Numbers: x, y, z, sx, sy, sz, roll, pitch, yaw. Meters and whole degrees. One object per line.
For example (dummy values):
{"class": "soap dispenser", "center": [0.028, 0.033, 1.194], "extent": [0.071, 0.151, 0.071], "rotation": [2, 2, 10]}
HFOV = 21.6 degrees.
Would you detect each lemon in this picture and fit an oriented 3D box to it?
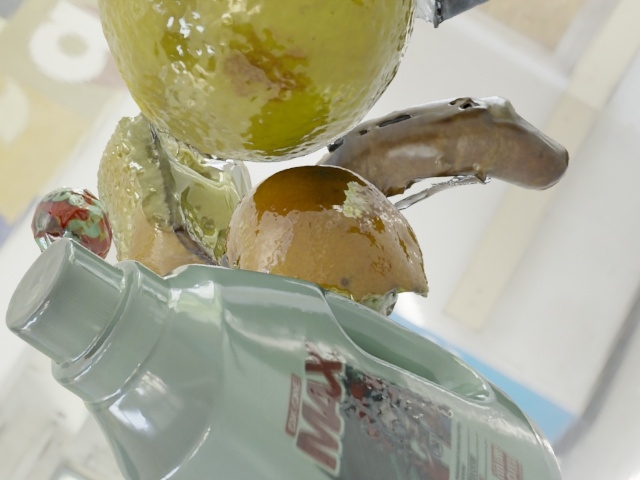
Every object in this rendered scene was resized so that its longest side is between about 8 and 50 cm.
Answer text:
{"class": "lemon", "center": [-0.048, -0.186, 1.303], "extent": [0.267, 0.267, 0.267], "rotation": [-60, -2, -3]}

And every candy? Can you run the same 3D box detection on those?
{"class": "candy", "center": [-0.228, 0.070, 1.769], "extent": [0.084, 0.078, 0.288], "rotation": [-84, -21, -59]}

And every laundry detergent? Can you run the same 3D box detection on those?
{"class": "laundry detergent", "center": [-0.015, 0.117, 1.060], "extent": [0.124, 0.397, 0.264], "rotation": [-37, 29, 35]}

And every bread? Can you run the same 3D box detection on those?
{"class": "bread", "center": [-0.170, -0.020, 1.984], "extent": [0.162, 0.204, 0.262], "rotation": [-29, -27, 17]}

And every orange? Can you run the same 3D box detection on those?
{"class": "orange", "center": [0.000, 0.000, 1.273], "extent": [0.160, 0.169, 0.112], "rotation": [-41, -48, -62]}

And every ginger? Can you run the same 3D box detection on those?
{"class": "ginger", "center": [0.103, -0.078, 1.760], "extent": [0.309, 0.133, 0.107], "rotation": [-21, -14, 0]}

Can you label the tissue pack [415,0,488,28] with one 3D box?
{"class": "tissue pack", "center": [0.191, -0.389, 1.655], "extent": [0.361, 0.122, 0.259], "rotation": [-27, -56, -36]}
